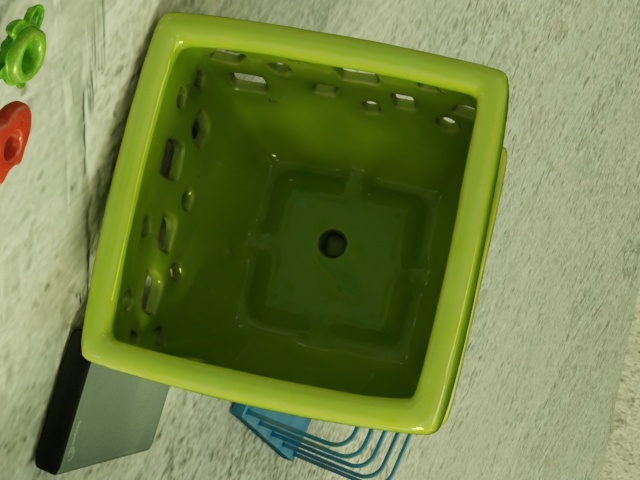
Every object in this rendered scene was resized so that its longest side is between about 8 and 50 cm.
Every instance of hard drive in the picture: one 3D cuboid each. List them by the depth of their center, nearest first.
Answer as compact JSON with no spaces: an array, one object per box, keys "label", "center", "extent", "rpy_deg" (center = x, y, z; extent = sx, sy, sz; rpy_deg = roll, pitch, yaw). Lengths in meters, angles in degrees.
[{"label":"hard drive","center":[-0.138,0.101,1.233],"extent":[0.135,0.022,0.094],"rpy_deg":[-3,111,-69]}]

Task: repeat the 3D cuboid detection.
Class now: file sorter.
[{"label":"file sorter","center":[0.015,0.128,1.549],"extent":[0.118,0.104,0.170],"rpy_deg":[-65,161,-12]}]

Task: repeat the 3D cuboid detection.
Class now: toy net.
[{"label":"toy net","center":[-0.203,-0.012,0.922],"extent":[0.122,0.045,0.232],"rpy_deg":[-13,123,-70]}]

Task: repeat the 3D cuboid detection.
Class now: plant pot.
[{"label":"plant pot","center":[0.000,0.000,1.193],"extent":[0.207,0.227,0.228],"rpy_deg":[39,63,-77]}]
